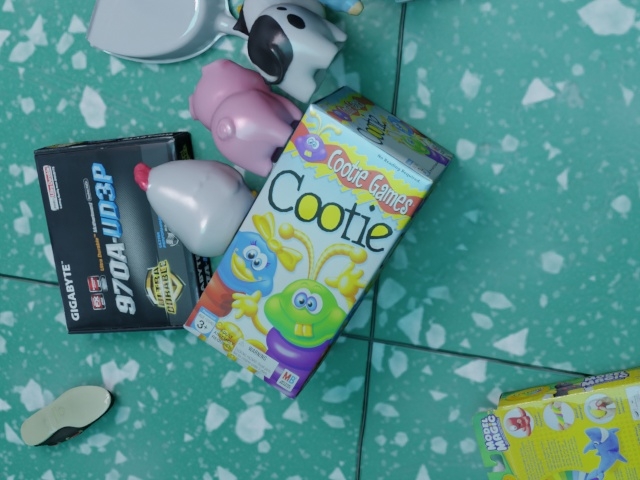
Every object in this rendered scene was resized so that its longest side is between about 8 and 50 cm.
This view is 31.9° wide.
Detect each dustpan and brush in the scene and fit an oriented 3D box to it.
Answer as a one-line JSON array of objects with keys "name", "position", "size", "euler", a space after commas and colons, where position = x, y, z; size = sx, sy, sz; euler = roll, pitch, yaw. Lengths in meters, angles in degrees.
[{"name": "dustpan and brush", "position": [-0.131, -0.241, 1.196], "size": [0.211, 0.060, 0.147], "euler": [24, 105, 16]}]

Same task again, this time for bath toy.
[{"name": "bath toy", "position": [-0.077, -0.147, 1.130], "size": [0.129, 0.151, 0.348], "euler": [29, 112, -3]}]

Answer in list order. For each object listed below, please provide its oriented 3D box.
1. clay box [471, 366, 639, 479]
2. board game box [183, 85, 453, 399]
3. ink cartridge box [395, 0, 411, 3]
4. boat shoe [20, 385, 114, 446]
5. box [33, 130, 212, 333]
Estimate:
[{"name": "clay box", "position": [0.283, 0.212, 1.190], "size": [0.222, 0.053, 0.128], "euler": [-13, 100, 20]}, {"name": "board game box", "position": [0.000, 0.000, 1.166], "size": [0.142, 0.144, 0.275], "euler": [33, 111, 5]}, {"name": "ink cartridge box", "position": [0.156, -0.352, 1.086], "size": [0.206, 0.045, 0.208], "euler": [-8, 100, 18]}, {"name": "boat shoe", "position": [-0.302, 0.212, 1.363], "size": [0.133, 0.042, 0.049], "euler": [-29, 70, 20]}, {"name": "box", "position": [-0.220, -0.007, 1.276], "size": [0.175, 0.051, 0.220], "euler": [-3, 103, 16]}]
